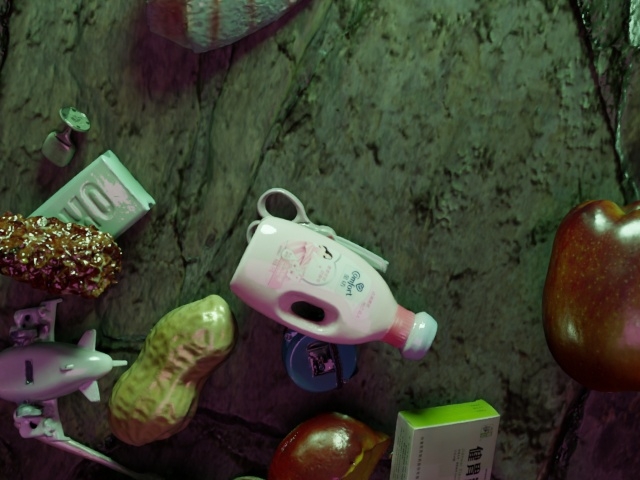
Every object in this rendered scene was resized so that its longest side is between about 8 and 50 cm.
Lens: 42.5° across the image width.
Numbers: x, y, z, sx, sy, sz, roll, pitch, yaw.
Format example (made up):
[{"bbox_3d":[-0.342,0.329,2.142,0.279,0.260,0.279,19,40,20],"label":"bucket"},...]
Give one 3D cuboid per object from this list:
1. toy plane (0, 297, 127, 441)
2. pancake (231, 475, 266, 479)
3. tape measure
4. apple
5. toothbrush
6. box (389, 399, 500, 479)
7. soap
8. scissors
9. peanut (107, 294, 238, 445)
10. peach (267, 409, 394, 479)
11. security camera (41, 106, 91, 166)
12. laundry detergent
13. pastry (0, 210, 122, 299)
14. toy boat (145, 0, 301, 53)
[{"bbox_3d":[-0.458,0.222,1.405,0.244,0.117,0.245,-2,85,24],"label":"toy plane"},{"bbox_3d":[-0.123,0.504,1.516,0.151,0.025,0.152,4,101,18],"label":"pancake"},{"bbox_3d":[-0.003,0.190,1.404,0.125,0.081,0.146,-15,105,-10],"label":"tape measure"},{"bbox_3d":[0.479,0.093,1.265,0.288,0.288,0.317,-2,95,2],"label":"apple"},{"bbox_3d":[-0.419,0.394,1.513,0.307,0.029,0.025,24,95,-3],"label":"toothbrush"},{"bbox_3d":[0.211,0.418,1.447,0.175,0.062,0.261,-3,108,-23],"label":"box"},{"bbox_3d":[-0.386,-0.041,1.354,0.198,0.066,0.119,-37,101,12],"label":"soap"},{"bbox_3d":[0.000,0.000,1.373,0.242,0.030,0.118,21,107,0],"label":"scissors"},{"bbox_3d":[-0.249,0.223,1.395,0.149,0.149,0.313,33,100,-8],"label":"peanut"},{"bbox_3d":[-0.016,0.413,1.406,0.153,0.158,0.267,30,87,32],"label":"peach"},{"bbox_3d":[-0.416,-0.165,1.331,0.058,0.058,0.092,38,117,-10],"label":"security camera"},{"bbox_3d":[0.028,0.093,1.331,0.335,0.088,0.159,27,90,-5],"label":"laundry detergent"},{"bbox_3d":[-0.420,0.024,1.287,0.208,0.115,0.097,11,120,-4],"label":"pastry"},{"bbox_3d":[-0.124,-0.388,1.242,0.282,0.096,0.206,-4,114,-10],"label":"toy boat"}]
